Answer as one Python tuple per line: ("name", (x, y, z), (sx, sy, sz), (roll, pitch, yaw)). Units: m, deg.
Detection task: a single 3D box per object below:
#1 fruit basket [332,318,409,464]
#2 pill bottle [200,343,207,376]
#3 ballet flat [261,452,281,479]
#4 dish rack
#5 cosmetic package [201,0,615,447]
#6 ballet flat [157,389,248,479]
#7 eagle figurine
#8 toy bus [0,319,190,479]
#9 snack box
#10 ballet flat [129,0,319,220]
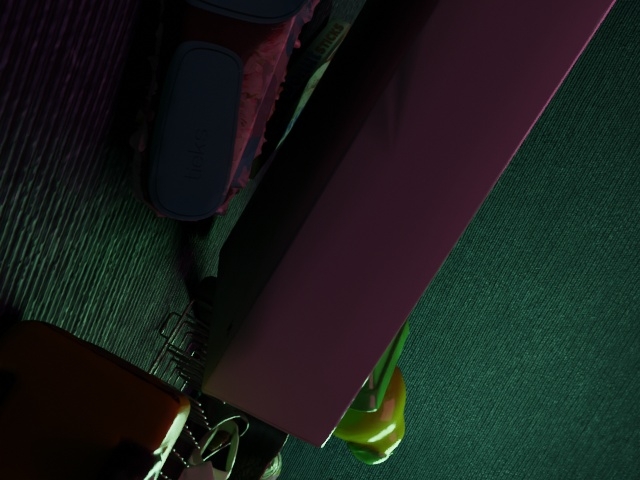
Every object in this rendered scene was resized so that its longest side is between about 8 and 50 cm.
("fruit basket", (0.035, 0.221, 1.392), (0.392, 0.282, 0.392), (13, 90, -78))
("pill bottle", (-0.116, 0.161, 0.953), (0.067, 0.067, 0.120), (-60, 172, -27))
("ballet flat", (-0.109, 0.342, 1.287), (0.076, 0.079, 0.222), (-21, 115, -19))
("dish rack", (-0.146, 0.174, 0.749), (0.272, 0.074, 0.208), (-60, 172, -21))
("cosmetic package", (0.048, -0.084, 0.557), (0.377, 0.097, 0.284), (-58, -169, 12))
("ballet flat", (-0.160, 0.271, 0.920), (0.095, 0.096, 0.280), (-65, 173, 27))
("eagle figurine", (-0.133, 0.428, 1.179), (0.298, 0.225, 0.226), (-57, 171, -40))
("toy bus", (-0.189, 0.213, 0.411), (0.333, 0.108, 0.130), (-62, 174, -9))
("snack box", (-0.023, -0.135, 0.700), (0.178, 0.022, 0.064), (-58, 174, -38))
("ballet flat", (-0.049, -0.121, 0.401), (0.241, 0.091, 0.077), (-62, -155, 26))
